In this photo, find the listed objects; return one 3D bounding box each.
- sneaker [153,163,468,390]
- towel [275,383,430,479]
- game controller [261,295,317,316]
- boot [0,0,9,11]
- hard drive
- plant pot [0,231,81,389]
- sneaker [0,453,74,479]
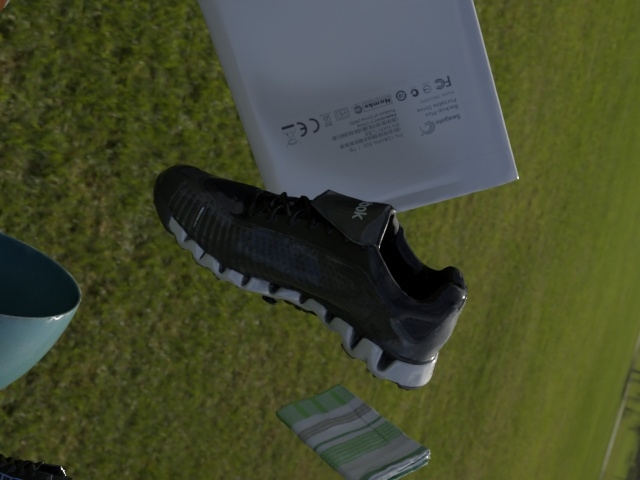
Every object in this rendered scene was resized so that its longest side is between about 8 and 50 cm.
[{"bbox_3d":[0.000,0.000,0.605,0.106,0.234,0.078,-56,-179,33],"label":"sneaker"},{"bbox_3d":[0.037,0.219,1.015,0.113,0.152,0.023,-12,125,-44],"label":"towel"},{"bbox_3d":[-0.033,0.067,1.253,0.067,0.166,0.319,-55,-171,-1],"label":"game controller"},{"bbox_3d":[-0.287,-0.139,0.621,0.059,0.158,0.084,48,24,-35],"label":"boot"},{"bbox_3d":[0.019,-0.173,0.731,0.040,0.210,0.318,-74,147,-68],"label":"hard drive"},{"bbox_3d":[-0.508,0.115,1.246,0.195,0.290,0.290,-64,159,13],"label":"plant pot"},{"bbox_3d":[-0.337,0.271,0.986,0.090,0.232,0.081,-50,-175,1],"label":"sneaker"}]
